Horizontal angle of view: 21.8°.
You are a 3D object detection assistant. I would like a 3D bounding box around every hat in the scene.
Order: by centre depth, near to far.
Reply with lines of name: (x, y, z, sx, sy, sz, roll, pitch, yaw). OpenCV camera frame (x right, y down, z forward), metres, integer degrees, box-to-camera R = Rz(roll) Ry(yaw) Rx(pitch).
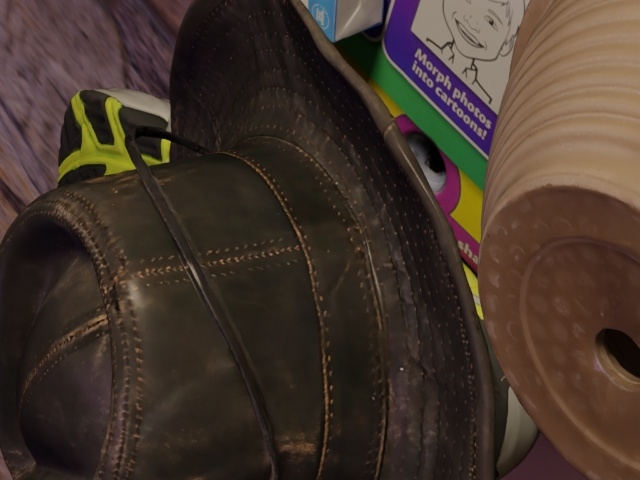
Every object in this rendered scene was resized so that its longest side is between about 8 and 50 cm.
hat: (-0.060, 0.060, 0.666, 0.331, 0.134, 0.331, 45, 141, 52)

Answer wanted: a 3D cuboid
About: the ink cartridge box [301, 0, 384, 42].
ink cartridge box: (-0.010, -0.124, 0.686, 0.083, 0.028, 0.048, 41, 143, 35)

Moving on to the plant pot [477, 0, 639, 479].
plant pot: (0.127, 0.011, 0.510, 0.237, 0.110, 0.237, 35, 141, 34)

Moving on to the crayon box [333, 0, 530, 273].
crayon box: (0.106, -0.129, 0.641, 0.363, 0.106, 0.313, 48, 147, 23)

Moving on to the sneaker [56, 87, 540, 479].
sneaker: (0.000, 0.000, 0.858, 0.385, 0.147, 0.145, 37, 125, 50)

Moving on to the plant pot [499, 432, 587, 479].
plant pot: (0.106, 0.209, 0.806, 0.191, 0.284, 0.284, 33, 157, -19)
